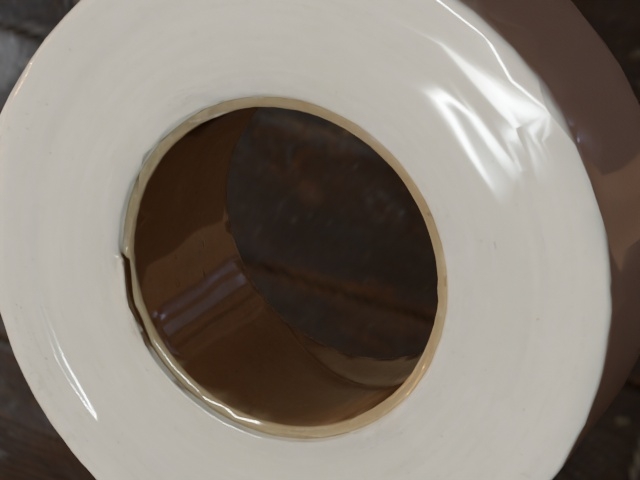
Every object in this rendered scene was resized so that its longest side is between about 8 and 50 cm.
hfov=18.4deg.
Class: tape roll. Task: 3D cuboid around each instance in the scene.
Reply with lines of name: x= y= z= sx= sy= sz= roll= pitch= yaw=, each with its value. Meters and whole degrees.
tape roll: x=0.000 y=0.000 z=0.855 sx=0.286 sy=0.100 sz=0.286 roll=7 pitch=109 yaw=22
